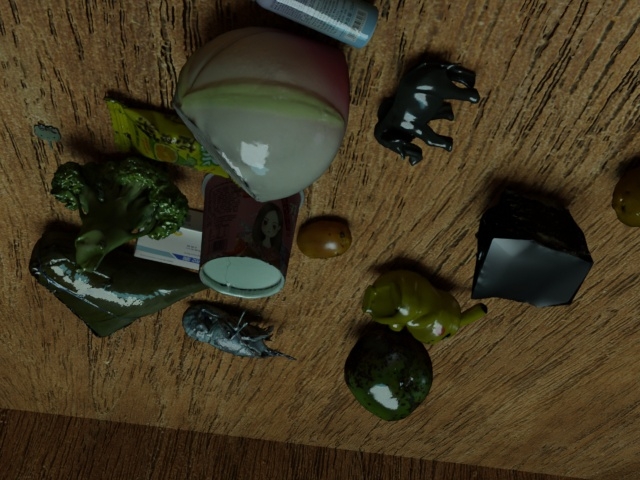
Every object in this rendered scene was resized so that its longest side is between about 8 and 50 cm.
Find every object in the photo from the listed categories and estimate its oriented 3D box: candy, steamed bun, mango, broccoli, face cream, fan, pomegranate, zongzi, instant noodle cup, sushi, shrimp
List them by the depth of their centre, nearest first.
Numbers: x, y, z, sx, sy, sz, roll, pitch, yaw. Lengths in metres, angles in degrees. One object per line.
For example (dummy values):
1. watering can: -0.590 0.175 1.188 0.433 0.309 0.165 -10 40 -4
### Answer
1. face cream: -0.023 -0.382 1.166 0.229 0.075 0.075 18 146 -21
2. steamed bun: -0.075 -0.237 1.248 0.309 0.309 0.309 3 149 2
3. mango: 0.721 -0.092 1.480 0.248 0.156 0.151 -1 113 12
4. candy: -0.288 -0.204 1.494 0.297 0.081 0.187 18 150 3
5. broccoli: -0.437 -0.094 1.541 0.254 0.302 0.186 40 112 13
6. fan: -0.584 -0.221 1.572 0.055 0.004 0.083 9 149 -7
7. sushi: 0.454 0.001 1.609 0.227 0.212 0.215 3 141 -2
8. instant noodle cup: -0.161 -0.016 1.639 0.242 0.231 0.243 2 148 1
9. mango: 0.000 0.003 1.789 0.159 0.084 0.105 -21 135 35
10. zongzi: -0.524 0.076 1.915 0.392 0.174 0.356 -19 137 17
11. shrimp: -0.235 0.279 2.213 0.372 0.137 0.172 13 164 -11
12. pomegranate: 0.198 0.404 2.302 0.284 0.285 0.340 15 178 -17

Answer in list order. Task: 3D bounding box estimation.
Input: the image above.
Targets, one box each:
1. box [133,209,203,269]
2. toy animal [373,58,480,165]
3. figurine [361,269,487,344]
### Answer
1. box: -0.288 0.008 1.851 0.343 0.065 0.200 13 148 -14
2. toy animal: 0.188 -0.239 1.361 0.146 0.115 0.245 7 128 -16
3. figurine: 0.264 0.180 1.974 0.326 0.169 0.218 31 156 -33
